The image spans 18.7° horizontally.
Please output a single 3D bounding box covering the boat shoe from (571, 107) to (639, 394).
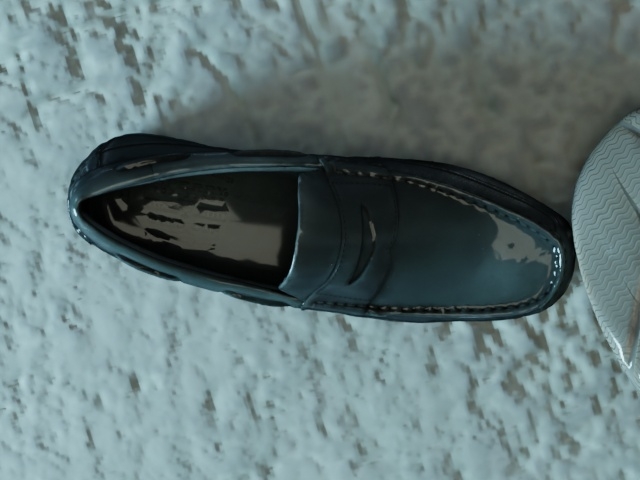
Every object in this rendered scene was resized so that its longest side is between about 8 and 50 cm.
[{"bbox_3d":[0.233,0.074,0.819,0.123,0.116,0.324,-45,75,14],"label":"boat shoe"}]

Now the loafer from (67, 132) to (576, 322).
[{"bbox_3d":[0.000,0.000,0.841,0.223,0.078,0.076,9,103,3],"label":"loafer"}]
